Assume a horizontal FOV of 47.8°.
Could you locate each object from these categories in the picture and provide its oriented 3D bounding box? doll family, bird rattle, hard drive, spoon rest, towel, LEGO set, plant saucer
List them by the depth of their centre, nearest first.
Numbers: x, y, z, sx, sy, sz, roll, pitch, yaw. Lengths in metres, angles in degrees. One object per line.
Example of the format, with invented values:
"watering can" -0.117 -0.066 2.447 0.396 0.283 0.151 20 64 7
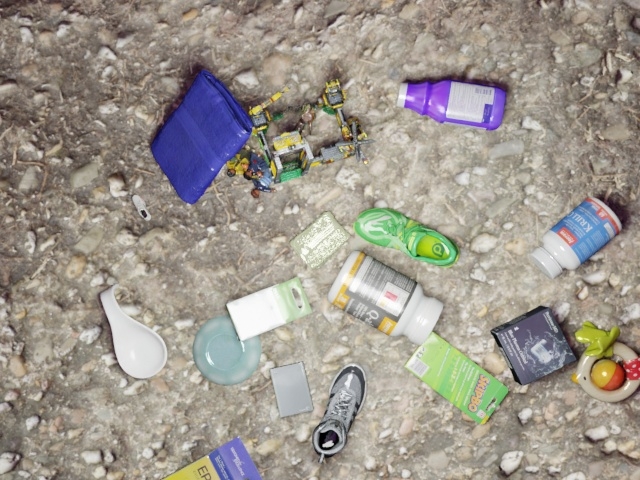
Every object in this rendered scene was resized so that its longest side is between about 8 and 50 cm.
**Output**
"LEGO set" -0.035 -0.293 1.888 0.331 0.192 0.255 -10 82 -8
"bird rattle" 0.776 0.327 1.900 0.253 0.143 0.207 29 101 -8
"towel" -0.317 -0.270 1.930 0.308 0.076 0.227 -44 72 33
"hard drive" -0.078 0.407 1.978 0.094 0.022 0.135 -13 87 3
"doll family" -0.198 -0.197 1.983 0.193 0.076 0.111 32 71 9
"spoon rest" -0.525 0.250 1.984 0.137 0.084 0.276 -32 85 2
"towel" 0.000 0.000 1.987 0.148 0.027 0.110 -41 87 1
"plant saucer" -0.261 0.304 1.988 0.195 0.037 0.195 0 88 5

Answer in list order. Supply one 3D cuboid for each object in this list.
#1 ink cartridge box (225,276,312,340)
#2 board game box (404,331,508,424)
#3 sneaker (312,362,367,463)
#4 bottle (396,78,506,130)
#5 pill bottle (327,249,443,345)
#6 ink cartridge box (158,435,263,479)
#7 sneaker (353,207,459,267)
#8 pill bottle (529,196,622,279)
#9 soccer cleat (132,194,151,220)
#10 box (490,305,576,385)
"ink cartridge box" -0.141 0.186 1.962 0.209 0.062 0.109 -21 86 -12
"board game box" 0.365 0.369 1.944 0.259 0.039 0.124 37 91 7
"sneaker" 0.052 0.458 1.901 0.101 0.153 0.268 21 89 4
"bottle" 0.350 -0.372 1.947 0.283 0.092 0.118 9 88 4
"pill bottle" 0.171 0.154 1.903 0.278 0.162 0.162 29 90 5
"ink cartridge box" -0.288 0.740 1.957 0.307 0.072 0.303 -30 86 4
"sneaker" 0.234 -0.014 1.924 0.296 0.123 0.109 19 89 5
"pill bottle" 0.664 -0.001 1.895 0.221 0.124 0.124 -41 86 1
"soccer cleat" -0.501 -0.092 2.020 0.029 0.035 0.083 -30 86 2
"box" 0.559 0.276 1.907 0.158 0.093 0.156 -27 86 1
